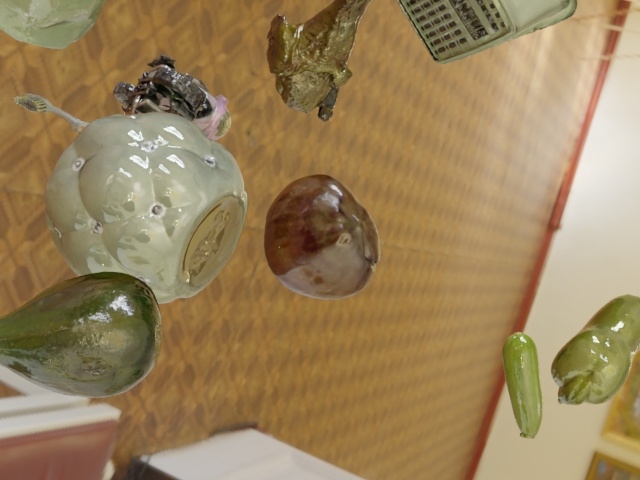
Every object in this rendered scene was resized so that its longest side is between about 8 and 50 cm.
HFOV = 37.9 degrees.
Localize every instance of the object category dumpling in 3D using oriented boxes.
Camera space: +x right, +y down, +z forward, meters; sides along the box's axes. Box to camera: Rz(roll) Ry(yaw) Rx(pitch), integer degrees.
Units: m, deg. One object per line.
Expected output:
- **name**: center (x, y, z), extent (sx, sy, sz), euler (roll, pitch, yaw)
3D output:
- **dumpling**: center (-0.455, -0.498, 1.560), extent (0.212, 0.270, 0.320), euler (-3, 85, -82)

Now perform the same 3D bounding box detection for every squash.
- **squash**: center (0.370, 0.266, 1.703), extent (0.066, 0.066, 0.201), euler (-20, 105, -62)

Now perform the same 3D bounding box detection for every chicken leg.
- **chicken leg**: center (-0.004, -0.454, 2.047), extent (0.140, 0.211, 0.361), euler (-91, -159, -59)

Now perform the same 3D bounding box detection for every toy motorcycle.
- **toy motorcycle**: center (-0.292, -0.264, 1.850), extent (0.188, 0.327, 0.143), euler (33, 76, -28)

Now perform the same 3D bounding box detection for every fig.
- **fig**: center (-0.224, 0.087, 0.798), extent (0.177, 0.117, 0.117), euler (-11, 129, -15)

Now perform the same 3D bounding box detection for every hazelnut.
- **hazelnut**: center (0.000, 0.000, 1.705), extent (0.234, 0.218, 0.218), euler (59, 39, -9)

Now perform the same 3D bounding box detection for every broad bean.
- **broad bean**: center (0.343, 0.139, 1.131), extent (0.174, 0.082, 0.124), euler (-28, 156, -46)

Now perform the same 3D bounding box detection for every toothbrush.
- **toothbrush**: center (-0.366, -0.174, 1.533), extent (0.037, 0.375, 0.028), euler (-24, 133, -55)

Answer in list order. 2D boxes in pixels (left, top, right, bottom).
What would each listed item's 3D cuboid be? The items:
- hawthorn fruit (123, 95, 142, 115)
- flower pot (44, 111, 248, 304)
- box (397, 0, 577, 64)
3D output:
- **hawthorn fruit**: center (-0.347, -0.114, 1.616), extent (0.211, 0.211, 0.299), euler (30, 68, -67)
- **flower pot**: center (-0.210, -0.040, 1.157), extent (0.246, 0.195, 0.246), euler (-50, 156, -31)
- **box**: center (0.222, -0.371, 1.270), extent (0.166, 0.220, 0.290), euler (-36, -169, -13)
